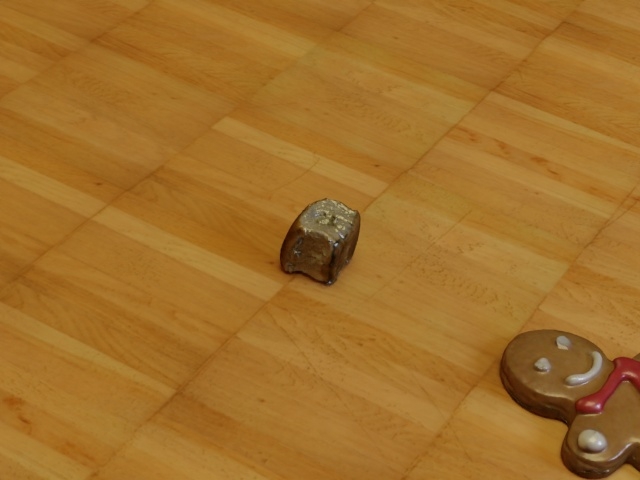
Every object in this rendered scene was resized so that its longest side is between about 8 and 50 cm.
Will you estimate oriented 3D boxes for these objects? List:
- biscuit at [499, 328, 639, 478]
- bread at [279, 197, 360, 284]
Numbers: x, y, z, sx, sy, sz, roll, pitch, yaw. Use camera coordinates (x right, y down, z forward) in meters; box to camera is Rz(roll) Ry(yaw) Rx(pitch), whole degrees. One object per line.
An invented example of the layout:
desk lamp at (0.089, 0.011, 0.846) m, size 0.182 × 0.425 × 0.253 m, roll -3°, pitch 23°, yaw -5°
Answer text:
biscuit at (0.340, 0.181, 1.615) m, size 0.340 × 0.047 × 0.216 m, roll 32°, pitch 43°, yaw 28°
bread at (-0.002, -0.002, 1.778) m, size 0.077 × 0.070 × 0.083 m, roll 21°, pitch 37°, yaw 16°
